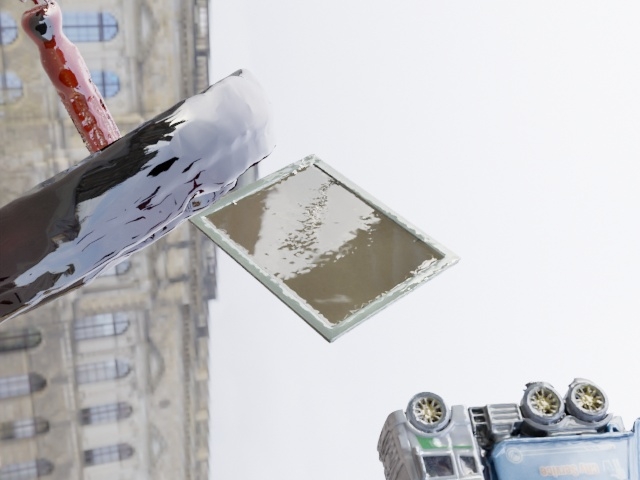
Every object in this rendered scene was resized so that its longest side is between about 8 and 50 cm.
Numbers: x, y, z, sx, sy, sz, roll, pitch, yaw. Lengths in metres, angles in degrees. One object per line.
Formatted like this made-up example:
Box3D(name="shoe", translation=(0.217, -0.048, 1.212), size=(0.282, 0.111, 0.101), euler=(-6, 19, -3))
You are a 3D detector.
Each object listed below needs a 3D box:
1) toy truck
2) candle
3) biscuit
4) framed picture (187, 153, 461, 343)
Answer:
Box3D(name="toy truck", translation=(0.266, 0.291, 1.187), size=(0.146, 0.367, 0.175), euler=(97, -12, -50))
Box3D(name="candle", translation=(-0.272, -0.145, 1.068), size=(0.051, 0.048, 0.329), euler=(-63, 141, -46))
Box3D(name="biscuit", translation=(-0.212, -0.012, 0.767), size=(0.091, 0.407, 0.407), euler=(61, -19, -11))
Box3D(name="framed picture", translation=(0.000, 0.000, 1.179), size=(0.293, 0.231, 0.018), euler=(39, -37, 33))
